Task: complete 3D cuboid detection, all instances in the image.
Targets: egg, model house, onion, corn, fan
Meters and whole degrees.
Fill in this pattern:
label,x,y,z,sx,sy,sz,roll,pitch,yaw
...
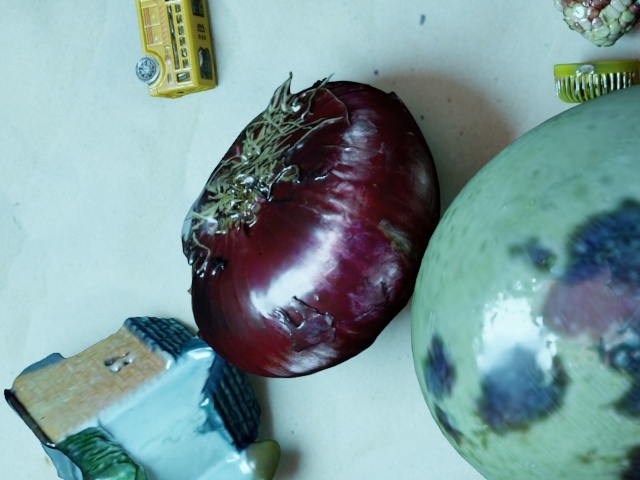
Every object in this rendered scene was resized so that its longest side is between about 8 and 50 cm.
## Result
label,x,y,z,sx,sy,sz,roll,pitch,yaw
egg,0.280,0.044,1.539,0.428,0.345,0.345,-37,77,2
model house,-0.146,0.183,1.822,0.291,0.184,0.253,-36,35,-12
onion,0.000,0.000,1.704,0.232,0.314,0.314,34,107,-24
corn,0.326,-0.291,1.652,0.253,0.086,0.086,-46,75,16
fan,0.301,-0.154,1.673,0.155,0.082,0.039,-3,94,11

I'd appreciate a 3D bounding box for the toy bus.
label,x,y,z,sx,sy,sz,roll,pitch,yaw
toy bus,-0.158,-0.235,1.860,0.074,0.069,0.162,-8,89,22
